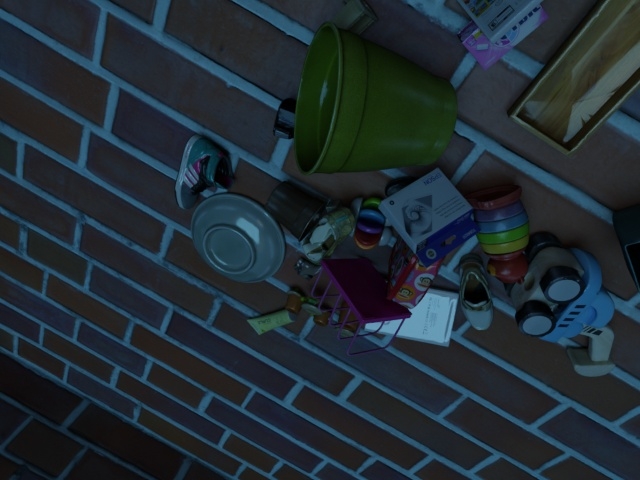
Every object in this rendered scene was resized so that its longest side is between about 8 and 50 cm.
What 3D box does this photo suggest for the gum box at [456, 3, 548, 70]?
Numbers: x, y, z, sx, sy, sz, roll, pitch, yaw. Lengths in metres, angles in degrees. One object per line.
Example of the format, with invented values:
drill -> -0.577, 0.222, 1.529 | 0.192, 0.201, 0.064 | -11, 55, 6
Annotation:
gum box -> 0.455, -0.538, 1.057 | 0.107, 0.062, 0.188 | 33, 126, -28

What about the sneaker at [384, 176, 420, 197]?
sneaker -> 0.309, -0.136, 1.322 | 0.227, 0.130, 0.087 | 13, 121, 12

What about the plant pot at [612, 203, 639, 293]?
plant pot -> 0.899, -0.002, 1.148 | 0.166, 0.234, 0.165 | -22, 111, 26

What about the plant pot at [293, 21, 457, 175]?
plant pot -> 0.146, -0.336, 1.113 | 0.353, 0.366, 0.366 | 4, 125, -18

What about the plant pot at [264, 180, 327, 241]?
plant pot -> -0.091, -0.109, 1.455 | 0.165, 0.167, 0.167 | 35, 124, 6

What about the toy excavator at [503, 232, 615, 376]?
toy excavator -> 0.816, 0.242, 1.352 | 0.445, 0.222, 0.433 | 16, 125, -2

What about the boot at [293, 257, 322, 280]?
boot -> -0.047, 0.100, 1.627 | 0.087, 0.042, 0.118 | 45, 116, -2

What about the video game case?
video game case -> 0.446, -0.604, 0.979 | 0.026, 0.206, 0.227 | 15, 136, -43

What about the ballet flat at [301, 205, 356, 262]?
ballet flat -> 0.000, 0.000, 1.448 | 0.123, 0.123, 0.348 | 35, 144, -5

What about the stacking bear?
stacking bear -> 0.545, -0.007, 1.275 | 0.164, 0.175, 0.289 | -19, 103, -10

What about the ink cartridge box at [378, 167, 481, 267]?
ink cartridge box -> 0.317, -0.070, 1.201 | 0.224, 0.223, 0.045 | 54, 162, 14

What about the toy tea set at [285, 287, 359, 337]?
toy tea set -> 0.025, 0.261, 1.678 | 0.336, 0.124, 0.200 | 24, 153, -1

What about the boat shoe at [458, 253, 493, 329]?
boat shoe -> 0.531, 0.200, 1.462 | 0.113, 0.103, 0.302 | -11, 116, 23

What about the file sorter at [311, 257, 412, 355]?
file sorter -> 0.122, 0.221, 1.452 | 0.202, 0.290, 0.182 | 0, 127, -33

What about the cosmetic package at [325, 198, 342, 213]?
cosmetic package -> 0.059, -0.079, 1.475 | 0.041, 0.060, 0.115 | -7, 116, 23

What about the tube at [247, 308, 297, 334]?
tube -> -0.207, 0.347, 1.813 | 0.240, 0.062, 0.070 | -23, 70, 33

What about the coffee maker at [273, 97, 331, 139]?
coffee maker -> -0.040, -0.373, 1.315 | 0.178, 0.120, 0.171 | 24, 99, 1

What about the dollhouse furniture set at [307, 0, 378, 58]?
dollhouse furniture set -> 0.035, -0.617, 1.169 | 0.182, 0.101, 0.161 | -34, 81, 31

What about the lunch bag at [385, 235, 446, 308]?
lunch bag -> 0.292, 0.070, 1.351 | 0.120, 0.293, 0.258 | 22, 123, -1

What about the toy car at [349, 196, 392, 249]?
toy car -> 0.164, -0.050, 1.412 | 0.159, 0.136, 0.182 | 17, 123, 8

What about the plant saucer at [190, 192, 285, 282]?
plant saucer -> -0.337, 0.017, 1.634 | 0.400, 0.100, 0.400 | 8, 121, 14

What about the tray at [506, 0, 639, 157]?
tray -> 0.693, -0.435, 1.057 | 0.203, 0.076, 0.411 | 32, 125, -3

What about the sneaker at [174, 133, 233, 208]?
sneaker -> -0.405, -0.210, 1.514 | 0.178, 0.124, 0.295 | 30, 123, 11

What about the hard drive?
hard drive -> 0.329, 0.260, 1.549 | 0.307, 0.040, 0.203 | 10, 99, 8
